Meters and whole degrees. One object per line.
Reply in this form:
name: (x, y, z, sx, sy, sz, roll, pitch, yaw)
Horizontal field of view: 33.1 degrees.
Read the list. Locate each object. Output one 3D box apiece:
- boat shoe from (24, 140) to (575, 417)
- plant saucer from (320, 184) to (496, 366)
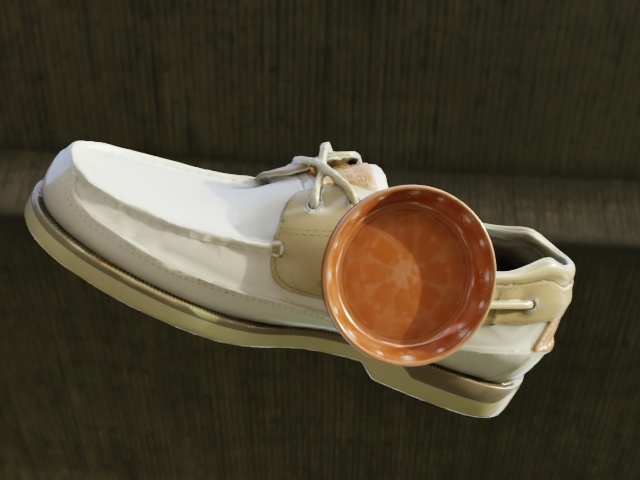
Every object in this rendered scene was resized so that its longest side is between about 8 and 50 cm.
boat shoe: (0.000, 0.000, 0.582, 0.302, 0.113, 0.103, 19, -63, -25)
plant saucer: (0.040, 0.016, 0.497, 0.084, 0.013, 0.083, -1, -87, -15)
